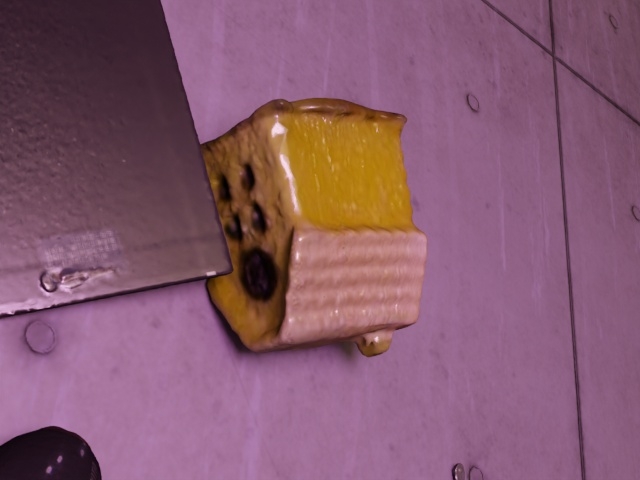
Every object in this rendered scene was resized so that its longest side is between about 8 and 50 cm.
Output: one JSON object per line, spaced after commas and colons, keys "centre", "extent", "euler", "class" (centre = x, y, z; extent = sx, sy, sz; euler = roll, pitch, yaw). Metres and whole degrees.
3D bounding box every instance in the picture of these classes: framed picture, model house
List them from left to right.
{"centre": [-0.231, -0.110, 0.746], "extent": [0.255, 0.014, 0.339], "euler": [-11, 78, -33], "class": "framed picture"}
{"centre": [0.000, 0.000, 0.835], "extent": [0.193, 0.174, 0.234], "euler": [-2, 70, -45], "class": "model house"}

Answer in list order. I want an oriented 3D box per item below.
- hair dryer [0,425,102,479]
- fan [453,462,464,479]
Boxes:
{"centre": [-0.153, 0.321, 0.564], "extent": [0.304, 0.120, 0.359], "euler": [-99, 164, -66], "class": "hair dryer"}
{"centre": [0.165, 0.360, 0.949], "extent": [0.132, 0.009, 0.220], "euler": [14, 63, -42], "class": "fan"}
